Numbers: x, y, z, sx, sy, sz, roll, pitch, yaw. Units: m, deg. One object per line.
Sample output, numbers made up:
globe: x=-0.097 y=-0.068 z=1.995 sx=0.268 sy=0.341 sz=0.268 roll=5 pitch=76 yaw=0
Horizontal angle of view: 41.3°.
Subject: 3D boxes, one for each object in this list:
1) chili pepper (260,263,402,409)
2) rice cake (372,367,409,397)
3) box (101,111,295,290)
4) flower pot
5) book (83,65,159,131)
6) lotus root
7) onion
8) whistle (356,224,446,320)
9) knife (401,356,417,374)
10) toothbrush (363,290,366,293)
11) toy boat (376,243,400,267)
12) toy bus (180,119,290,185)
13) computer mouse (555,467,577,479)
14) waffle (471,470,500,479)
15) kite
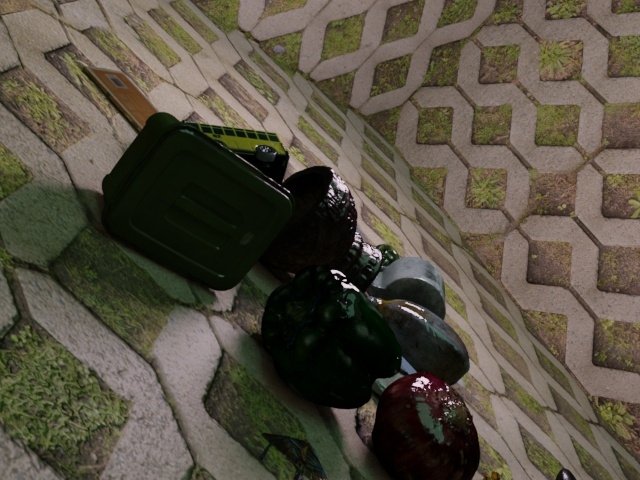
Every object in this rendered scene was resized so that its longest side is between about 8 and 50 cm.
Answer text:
chili pepper: x=0.026 y=0.193 z=1.660 sx=0.257 sy=0.233 sz=0.248 roll=41 pitch=20 yaw=-36
rice cake: x=0.153 y=0.314 z=1.992 sx=0.124 sy=0.038 sz=0.211 roll=48 pitch=16 yaw=10
box: x=-0.246 y=-0.079 z=1.640 sx=0.329 sy=0.252 sz=0.178 roll=34 pitch=7 yaw=-35
flower pot: x=0.000 y=0.000 z=2.025 sx=0.267 sy=0.267 sz=0.266 roll=49 pitch=13 yaw=-29
book: x=-0.459 y=-0.334 z=2.091 sx=0.241 sy=0.018 sz=0.170 roll=48 pitch=18 yaw=9
lotus root: x=0.245 y=0.241 z=2.176 sx=0.322 sy=0.140 sz=0.158 roll=41 pitch=53 yaw=0
onion: x=0.209 y=0.389 z=1.700 sx=0.246 sy=0.190 sz=0.246 roll=27 pitch=42 yaw=-27
whistle: x=0.185 y=0.119 z=2.313 sx=0.405 sy=0.188 sz=0.168 roll=33 pitch=20 yaw=-5
knife: x=0.198 y=0.293 z=2.056 sx=0.313 sy=0.019 sz=0.044 roll=46 pitch=24 yaw=1
toothbrush: x=0.073 y=0.144 z=2.237 sx=0.018 sy=0.024 sz=0.257 roll=51 pitch=19 yaw=14
toy boat: x=0.209 y=0.059 z=2.705 sx=0.104 sy=0.052 sz=0.210 roll=44 pitch=17 yaw=2
toy bus: x=-0.220 y=-0.191 z=1.978 sx=0.262 sy=0.128 sz=0.150 roll=5 pitch=33 yaw=-22
computer mouse: x=0.669 y=0.723 z=2.184 sx=0.269 sy=0.086 sz=0.137 roll=61 pitch=15 yaw=17
waffle: x=0.356 y=0.564 z=1.845 sx=0.293 sy=0.069 sz=0.259 roll=33 pitch=19 yaw=-32
kite: x=-0.029 y=0.381 z=1.449 sx=0.183 sy=0.010 sz=0.160 roll=44 pitch=17 yaw=-6
